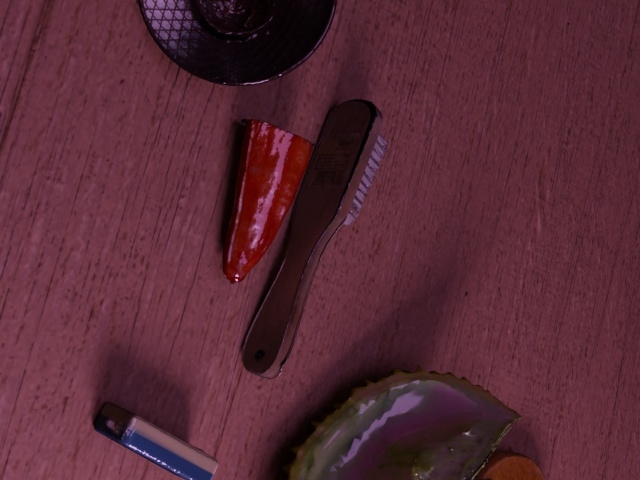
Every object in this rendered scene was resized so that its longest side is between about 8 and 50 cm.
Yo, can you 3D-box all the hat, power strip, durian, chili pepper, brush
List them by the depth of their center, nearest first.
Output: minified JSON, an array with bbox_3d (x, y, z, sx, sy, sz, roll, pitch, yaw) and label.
[{"bbox_3d":[-0.158,0.197,0.919,0.123,0.056,0.032,41,68,-37],"label":"power strip"},{"bbox_3d":[-0.081,-0.243,0.948,0.193,0.082,0.193,0,90,-3],"label":"hat"},{"bbox_3d":[-0.066,-0.035,0.987,0.088,0.065,0.169,21,82,-41],"label":"chili pepper"},{"bbox_3d":[0.000,0.000,1.052,0.065,0.070,0.327,38,69,-49],"label":"brush"},{"bbox_3d":[0.071,0.266,1.061,0.352,0.169,0.158,-42,120,-33],"label":"durian"}]

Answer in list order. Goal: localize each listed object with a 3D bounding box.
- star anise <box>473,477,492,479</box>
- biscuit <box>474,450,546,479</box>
[{"bbox_3d":[0.144,0.365,1.172,0.197,0.073,0.212,-51,138,7],"label":"star anise"},{"bbox_3d":[0.264,0.428,1.342,0.202,0.044,0.288,-42,121,-32],"label":"biscuit"}]
